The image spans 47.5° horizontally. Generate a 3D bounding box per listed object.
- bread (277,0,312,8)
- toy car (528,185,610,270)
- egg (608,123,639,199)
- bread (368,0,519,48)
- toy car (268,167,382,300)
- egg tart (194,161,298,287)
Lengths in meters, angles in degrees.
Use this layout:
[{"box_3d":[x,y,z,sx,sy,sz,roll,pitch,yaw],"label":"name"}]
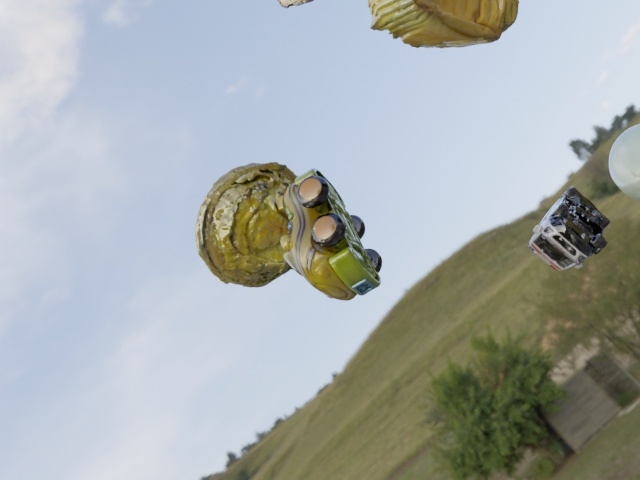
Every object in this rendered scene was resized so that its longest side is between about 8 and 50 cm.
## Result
[{"box_3d":[-0.053,-0.564,1.535,0.126,0.129,0.044,-6,24,40],"label":"bread"},{"box_3d":[0.375,-0.007,1.122,0.108,0.089,0.210,-48,-7,26],"label":"toy car"},{"box_3d":[0.665,-0.156,1.471,0.151,0.151,0.209,-59,-2,34],"label":"egg"},{"box_3d":[0.184,-0.389,1.122,0.250,0.133,0.178,-1,-83,-33],"label":"bread"},{"box_3d":[0.000,0.000,1.280,0.142,0.247,0.200,-30,-35,12],"label":"toy car"},{"box_3d":[-0.114,-0.023,1.500,0.291,0.107,0.290,-8,-76,-34],"label":"egg tart"}]
